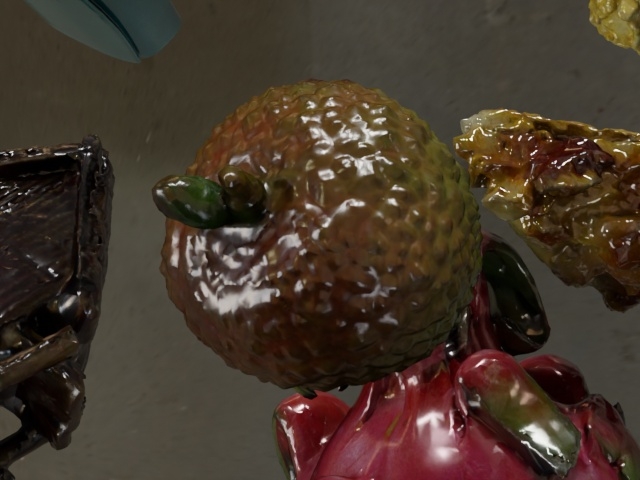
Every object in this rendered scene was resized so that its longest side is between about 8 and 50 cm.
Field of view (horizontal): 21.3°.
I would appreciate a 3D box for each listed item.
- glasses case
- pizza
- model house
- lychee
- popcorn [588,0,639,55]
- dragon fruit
[{"bbox_3d":[-0.173,-0.184,1.179,0.117,0.301,0.070,33,87,4],"label":"glasses case"},{"bbox_3d":[0.142,-0.008,0.775,0.194,0.154,0.069,15,76,-21],"label":"pizza"},{"bbox_3d":[-0.272,0.081,1.405,0.297,0.317,0.282,35,50,19],"label":"model house"},{"bbox_3d":[0.000,0.000,0.605,0.114,0.146,0.114,-13,67,32],"label":"lychee"},{"bbox_3d":[0.239,-0.178,1.265,0.083,0.082,0.057,-27,48,-28],"label":"popcorn"},{"bbox_3d":[0.066,0.128,0.815,0.218,0.198,0.272,-4,74,0],"label":"dragon fruit"}]
